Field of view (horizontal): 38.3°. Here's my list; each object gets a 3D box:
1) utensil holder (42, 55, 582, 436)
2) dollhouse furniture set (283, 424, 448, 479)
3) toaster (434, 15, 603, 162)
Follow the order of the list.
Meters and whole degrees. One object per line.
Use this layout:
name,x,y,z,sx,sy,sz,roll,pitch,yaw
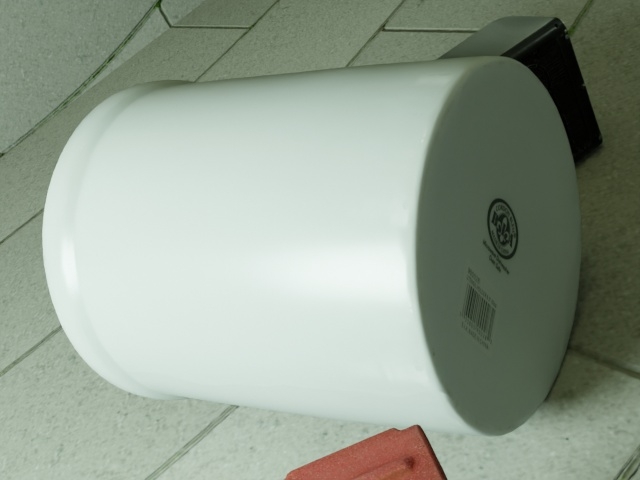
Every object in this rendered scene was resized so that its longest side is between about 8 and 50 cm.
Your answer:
utensil holder,0.000,0.000,0.842,0.386,0.327,0.327,0,42,37
dollhouse furniture set,-0.051,0.295,0.572,0.374,0.201,0.152,-25,31,6
toaster,0.199,-0.133,1.018,0.186,0.168,0.110,-36,29,-12
